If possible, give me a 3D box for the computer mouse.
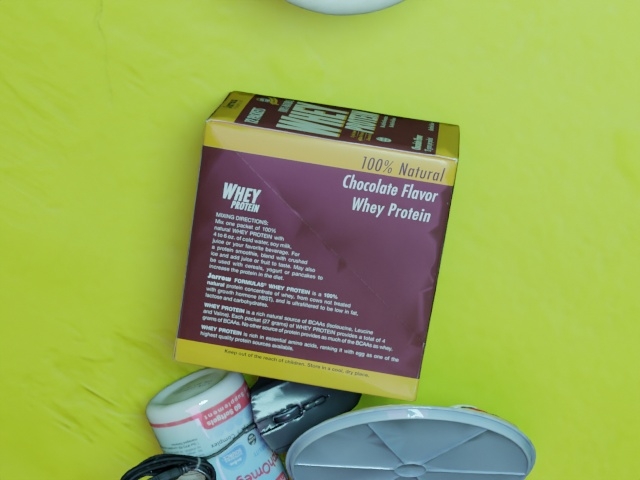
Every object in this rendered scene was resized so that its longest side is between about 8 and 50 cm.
[{"bbox_3d":[-0.056,0.153,1.289,0.242,0.041,0.071,-31,105,-31],"label":"computer mouse"}]

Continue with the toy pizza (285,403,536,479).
[{"bbox_3d":[0.072,0.171,1.310,0.201,0.032,0.201,0,148,0],"label":"toy pizza"}]

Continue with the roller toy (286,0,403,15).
[{"bbox_3d":[0.019,-0.266,1.175,0.209,0.146,0.191,-5,113,-2],"label":"roller toy"}]

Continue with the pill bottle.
[{"bbox_3d":[-0.076,0.191,1.351,0.087,0.087,0.160,-21,102,11],"label":"pill bottle"}]

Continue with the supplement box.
[{"bbox_3d":[0.000,0.000,1.270,0.191,0.129,0.194,9,106,3],"label":"supplement box"}]
